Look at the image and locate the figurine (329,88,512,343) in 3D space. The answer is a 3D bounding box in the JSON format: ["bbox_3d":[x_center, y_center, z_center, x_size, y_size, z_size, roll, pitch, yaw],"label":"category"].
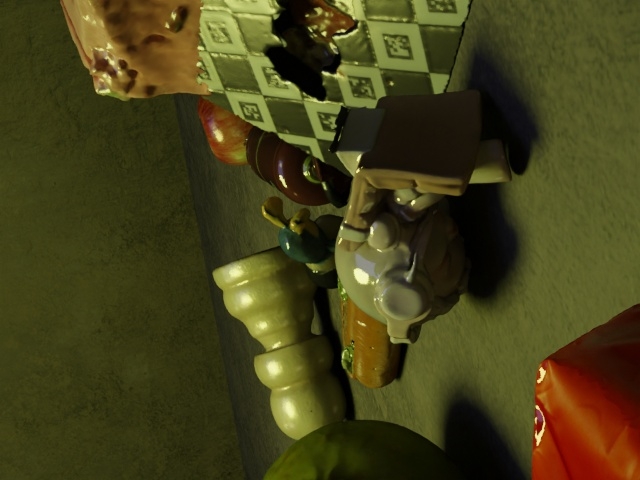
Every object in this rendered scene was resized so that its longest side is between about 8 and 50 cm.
[{"bbox_3d":[0.081,-0.010,0.746,0.162,0.141,0.237,-75,-12,-45],"label":"figurine"}]

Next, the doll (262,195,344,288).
[{"bbox_3d":[0.000,0.000,1.085,0.102,0.089,0.179,23,162,34],"label":"doll"}]

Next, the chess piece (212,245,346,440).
[{"bbox_3d":[-0.052,0.163,1.364,0.167,0.167,0.299,152,102,-76],"label":"chess piece"}]

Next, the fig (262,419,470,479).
[{"bbox_3d":[0.063,0.344,0.877,0.326,0.258,0.258,66,174,-31],"label":"fig"}]

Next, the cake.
[{"bbox_3d":[-0.134,-0.342,0.916,0.314,0.307,0.293,98,155,-55],"label":"cake"}]

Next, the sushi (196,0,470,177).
[{"bbox_3d":[0.007,-0.188,0.820,0.264,0.050,0.290,28,147,10],"label":"sushi"}]

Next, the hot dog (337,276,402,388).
[{"bbox_3d":[0.054,0.080,1.019,0.249,0.068,0.100,91,160,-45],"label":"hot dog"}]

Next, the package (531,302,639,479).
[{"bbox_3d":[0.203,0.240,0.442,0.196,0.123,0.423,-129,31,-66],"label":"package"}]

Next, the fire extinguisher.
[{"bbox_3d":[-0.028,-0.115,1.088,0.141,0.105,0.341,64,173,-14],"label":"fire extinguisher"}]

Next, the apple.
[{"bbox_3d":[-0.118,-0.193,1.361,0.146,0.131,0.146,160,90,-88],"label":"apple"}]
